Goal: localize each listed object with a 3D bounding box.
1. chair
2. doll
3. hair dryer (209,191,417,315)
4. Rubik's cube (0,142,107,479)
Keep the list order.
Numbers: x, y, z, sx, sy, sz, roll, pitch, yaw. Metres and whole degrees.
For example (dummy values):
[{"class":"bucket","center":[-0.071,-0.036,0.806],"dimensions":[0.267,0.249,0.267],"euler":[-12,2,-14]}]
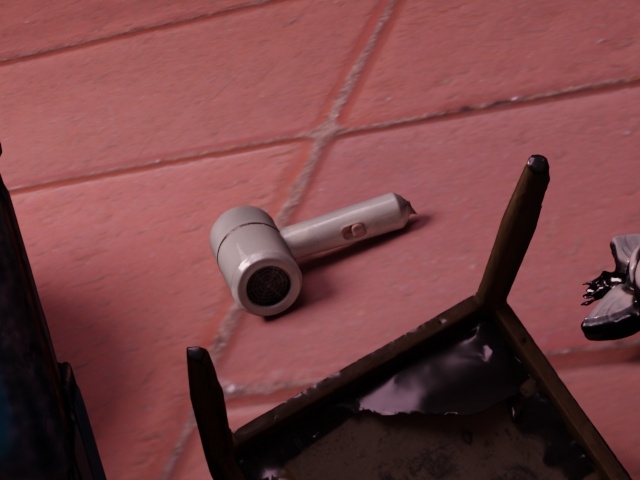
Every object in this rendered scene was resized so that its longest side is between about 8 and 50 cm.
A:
[{"class":"chair","center":[0.051,0.112,0.714],"dimensions":[0.188,0.166,0.272],"euler":[-29,-14,-14]},{"class":"doll","center":[0.236,0.016,0.843],"dimensions":[0.219,0.067,0.091],"euler":[-5,35,31]},{"class":"hair dryer","center":[0.000,0.000,1.066],"dimensions":[0.137,0.047,0.082],"euler":[-17,27,-9]},{"class":"Rubik's cube","center":[-0.284,0.061,0.682],"dimensions":[0.362,0.358,0.363],"euler":[-18,7,-7]}]
